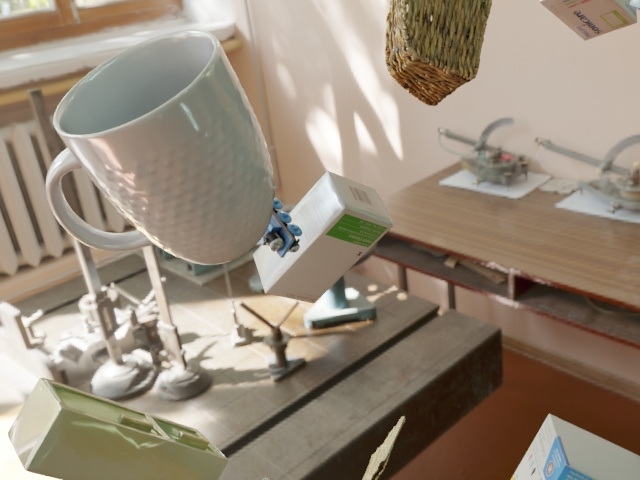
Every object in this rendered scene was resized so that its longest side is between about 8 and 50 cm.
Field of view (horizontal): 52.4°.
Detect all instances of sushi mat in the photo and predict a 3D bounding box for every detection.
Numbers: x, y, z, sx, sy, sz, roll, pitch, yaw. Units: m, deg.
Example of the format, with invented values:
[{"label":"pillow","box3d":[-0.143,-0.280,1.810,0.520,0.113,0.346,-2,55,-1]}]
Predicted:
[{"label":"sushi mat","box3d":[0.132,0.507,1.493,0.019,0.151,0.316,36,10,11]}]

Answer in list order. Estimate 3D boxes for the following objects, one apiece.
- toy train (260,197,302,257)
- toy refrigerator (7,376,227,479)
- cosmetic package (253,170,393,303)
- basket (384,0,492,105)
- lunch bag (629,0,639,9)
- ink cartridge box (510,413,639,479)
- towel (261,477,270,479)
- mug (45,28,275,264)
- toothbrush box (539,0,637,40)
[{"label":"toy train","box3d":[-0.124,-0.038,1.594,0.105,0.080,0.184,-4,48,-44]},{"label":"toy refrigerator","box3d":[-0.266,0.278,0.886,0.102,0.269,0.094,20,78,51]},{"label":"cosmetic package","box3d":[0.000,0.000,1.817,0.197,0.365,0.155,15,39,-39]},{"label":"basket","box3d":[0.249,-0.497,1.511,0.213,0.299,0.223,15,-8,-13]},{"label":"lunch bag","box3d":[0.569,-0.351,0.917,0.219,0.090,0.176,0,26,-15]},{"label":"ink cartridge box","box3d":[0.399,0.443,1.043,0.168,0.232,0.171,25,15,5]},{"label":"towel","box3d":[0.038,0.464,0.860,0.325,0.248,0.038,34,57,21]},{"label":"mug","box3d":[-0.265,-0.110,1.075,0.374,0.328,0.276,-23,40,4]},{"label":"toothbrush box","box3d":[0.556,-0.601,1.361,0.206,0.283,0.122,15,-16,-42]}]
